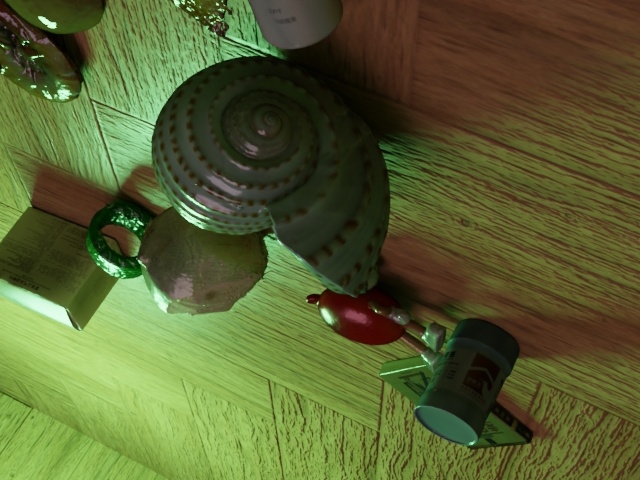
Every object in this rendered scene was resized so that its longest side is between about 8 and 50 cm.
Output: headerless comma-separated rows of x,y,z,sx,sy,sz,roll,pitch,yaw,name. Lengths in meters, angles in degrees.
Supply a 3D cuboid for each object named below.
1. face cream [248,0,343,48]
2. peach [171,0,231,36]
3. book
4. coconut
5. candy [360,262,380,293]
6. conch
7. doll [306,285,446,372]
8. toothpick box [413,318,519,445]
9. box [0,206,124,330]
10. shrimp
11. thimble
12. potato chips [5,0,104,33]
-0.059,-0.319,0.908,0.092,0.092,0.311,15,149,28,face cream
-0.155,-0.333,0.987,0.189,0.068,0.279,11,142,51,peach
0.223,0.273,1.662,0.231,0.026,0.161,40,151,-16,book
-0.191,0.027,1.513,0.194,0.194,0.194,24,151,14,coconut
0.000,0.000,1.422,0.202,0.061,0.061,40,152,2,candy
-0.038,-0.080,1.158,0.303,0.215,0.319,37,-176,2,conch
0.085,0.120,1.488,0.217,0.085,0.183,21,159,14,doll
0.210,0.202,1.421,0.101,0.153,0.101,23,151,14,toothpick box
-0.501,0.052,1.870,0.212,0.168,0.095,20,149,21,box
-0.427,-0.288,1.348,0.152,0.063,0.287,11,151,39,shrimp
-0.332,-0.001,1.677,0.130,0.118,0.090,59,156,5,thimble
-0.365,-0.330,1.230,0.195,0.062,0.208,32,155,4,potato chips
